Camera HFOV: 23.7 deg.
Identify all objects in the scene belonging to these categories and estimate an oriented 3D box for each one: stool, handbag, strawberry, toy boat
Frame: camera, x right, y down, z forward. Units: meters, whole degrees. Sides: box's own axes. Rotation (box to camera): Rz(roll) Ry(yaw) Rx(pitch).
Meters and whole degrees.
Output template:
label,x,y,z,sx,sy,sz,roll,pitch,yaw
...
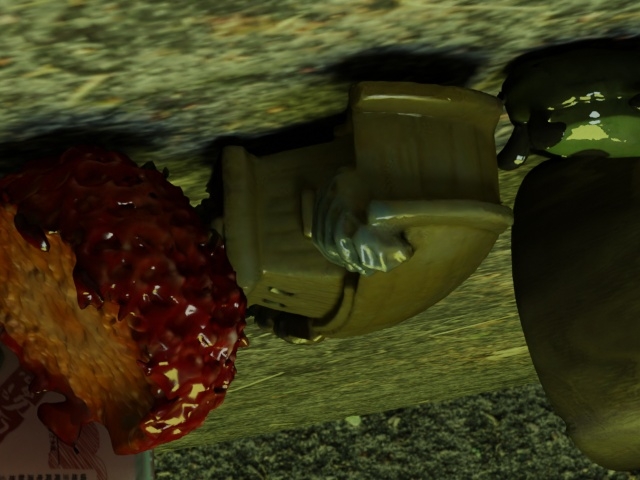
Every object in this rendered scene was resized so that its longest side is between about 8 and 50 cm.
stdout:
label,x,y,z,sx,sy,sz,roll,pitch,yaw
stool,0.251,0.009,0.770,0.264,0.179,0.179,-17,167,33
handbag,0.132,-0.059,0.655,0.111,0.047,0.072,-4,169,-19
strawberry,-0.088,0.021,0.652,0.086,0.145,0.145,-25,177,-27
toy boat,0.000,0.000,0.731,0.121,0.089,0.321,-3,170,-11

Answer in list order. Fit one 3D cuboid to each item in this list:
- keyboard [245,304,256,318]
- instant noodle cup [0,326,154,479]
label,x,y,z,sx,sy,sz,roll,pitch,yaw
keyboard,0.026,0.017,1.014,0.072,0.023,0.231,-5,168,-37
instant noodle cup,-0.250,0.127,0.799,0.243,0.243,0.231,-17,161,29
